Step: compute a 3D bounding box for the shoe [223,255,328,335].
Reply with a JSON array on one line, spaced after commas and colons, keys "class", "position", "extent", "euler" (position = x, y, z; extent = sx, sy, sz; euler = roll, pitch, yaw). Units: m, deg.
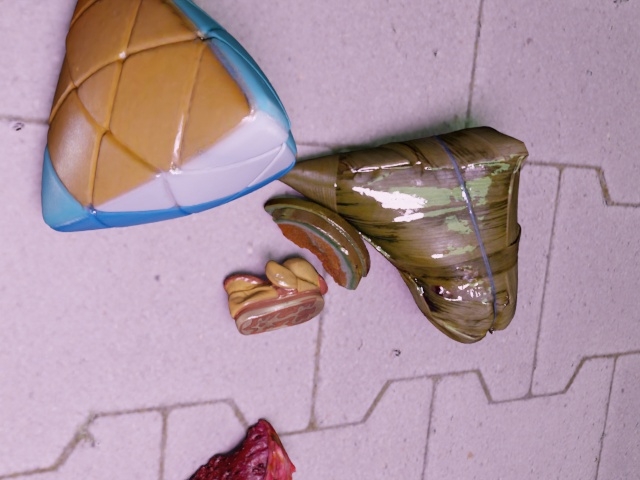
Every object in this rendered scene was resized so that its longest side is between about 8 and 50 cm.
[{"class": "shoe", "position": [-0.047, 0.053, 0.749], "extent": [0.109, 0.069, 0.072], "euler": [-27, 150, -11]}]

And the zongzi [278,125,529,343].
[{"class": "zongzi", "position": [0.091, 0.012, 0.804], "extent": [0.274, 0.125, 0.251], "euler": [-11, 109, -12]}]

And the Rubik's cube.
[{"class": "Rubik's cube", "position": [-0.083, -0.101, 0.612], "extent": [0.254, 0.254, 0.255], "euler": [-7, 104, -29]}]

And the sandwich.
[{"class": "sandwich", "position": [-0.001, -0.002, 0.753], "extent": [0.135, 0.067, 0.029], "euler": [35, 50, -9]}]

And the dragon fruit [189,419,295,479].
[{"class": "dragon fruit", "position": [-0.090, 0.350, 0.750], "extent": [0.262, 0.134, 0.212], "euler": [-41, 121, -17]}]
